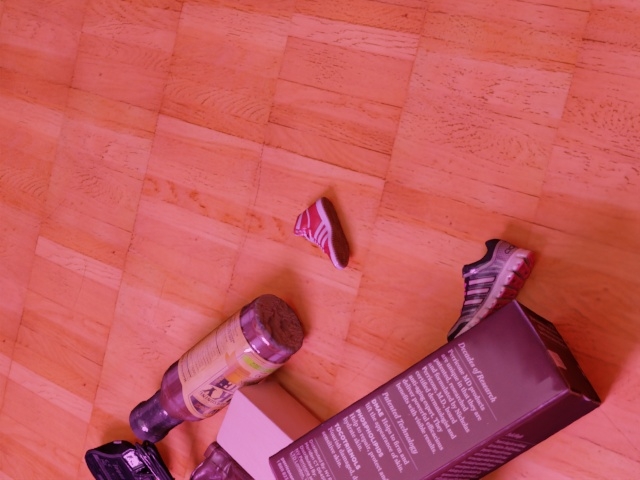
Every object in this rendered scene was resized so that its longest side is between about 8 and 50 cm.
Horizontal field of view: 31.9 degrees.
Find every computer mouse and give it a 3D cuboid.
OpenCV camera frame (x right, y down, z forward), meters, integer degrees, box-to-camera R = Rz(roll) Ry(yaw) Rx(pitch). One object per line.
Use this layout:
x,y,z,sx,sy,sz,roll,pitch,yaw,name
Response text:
-0.287,0.406,1.873,0.262,0.060,0.184,-20,104,53,computer mouse

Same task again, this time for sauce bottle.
-0.173,0.214,1.770,0.344,0.111,0.111,-39,65,31,sauce bottle

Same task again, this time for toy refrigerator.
-0.025,0.330,1.659,0.269,0.094,0.102,37,116,34,toy refrigerator

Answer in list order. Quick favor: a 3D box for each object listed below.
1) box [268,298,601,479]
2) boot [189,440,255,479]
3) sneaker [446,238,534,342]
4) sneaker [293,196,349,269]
0.144,0.241,1.411,0.381,0.191,0.143,-33,66,14,box
-0.153,0.395,1.790,0.114,0.037,0.106,35,110,29,boot
0.215,0.069,1.506,0.075,0.063,0.170,40,106,32,sneaker
0.000,0.000,1.687,0.067,0.042,0.118,-30,62,28,sneaker
